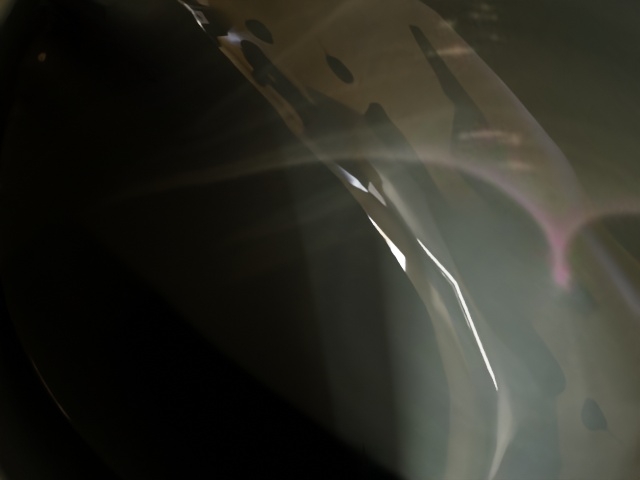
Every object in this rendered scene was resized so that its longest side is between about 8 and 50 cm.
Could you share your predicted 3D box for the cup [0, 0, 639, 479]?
[{"bbox_3d":[0.000,0.000,0.464,0.206,0.312,0.205,0,-89,-9],"label":"cup"}]
